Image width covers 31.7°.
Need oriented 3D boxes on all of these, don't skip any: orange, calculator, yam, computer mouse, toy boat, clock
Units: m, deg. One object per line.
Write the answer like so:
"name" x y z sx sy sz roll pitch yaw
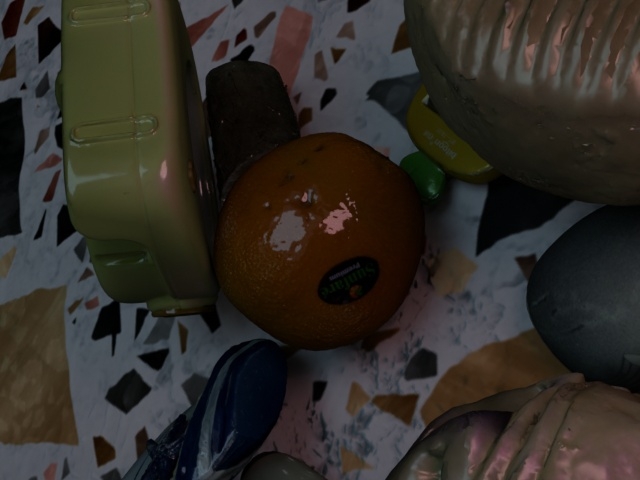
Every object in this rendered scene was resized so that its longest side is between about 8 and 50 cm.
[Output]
"orange" 0.000 0.000 1.038 0.206 0.206 0.206 -17 61 34
"calculator" 0.159 -0.134 1.070 0.235 0.032 0.146 -51 47 8
"yam" -0.073 -0.117 1.213 0.107 0.107 0.183 -33 51 25
"computer mouse" 0.318 0.027 0.831 0.379 0.090 0.167 -7 68 36
"toy boat" -0.134 0.213 1.087 0.291 0.070 0.210 -46 11 12
"clock" -0.171 -0.065 1.126 0.117 0.348 0.286 -7 60 -2

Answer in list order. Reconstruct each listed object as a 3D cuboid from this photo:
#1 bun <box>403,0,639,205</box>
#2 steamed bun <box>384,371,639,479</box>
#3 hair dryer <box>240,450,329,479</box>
"bun" 0.243 -0.168 0.869 0.362 0.234 0.326 0 57 21
"steamed bun" 0.140 0.204 0.773 0.206 0.275 0.320 45 104 2
"hair dryer" -0.019 0.342 0.979 0.229 0.092 0.267 18 93 49
